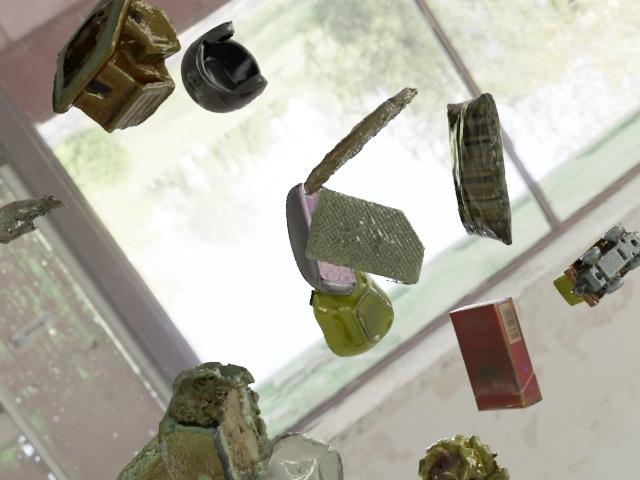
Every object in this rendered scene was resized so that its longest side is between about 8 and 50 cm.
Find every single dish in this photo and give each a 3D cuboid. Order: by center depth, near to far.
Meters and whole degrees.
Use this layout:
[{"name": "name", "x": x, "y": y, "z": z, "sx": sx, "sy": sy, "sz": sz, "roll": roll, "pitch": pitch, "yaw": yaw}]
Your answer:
[{"name": "dish", "x": 0.102, "y": 0.178, "z": 2.413, "sx": 0.108, "sy": 0.262, "sz": 0.221, "roll": 12, "pitch": -127, "yaw": 48}]

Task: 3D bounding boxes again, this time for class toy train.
[{"name": "toy train", "x": 0.532, "y": 0.050, "z": 1.804, "sx": 0.219, "sy": 0.089, "sz": 0.127, "roll": -37, "pitch": 178, "yaw": -29}]

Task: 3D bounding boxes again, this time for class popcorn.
[{"name": "popcorn", "x": 0.327, "y": 0.539, "z": 2.121, "sx": 0.189, "sy": 0.218, "sz": 0.169, "roll": -38, "pitch": 171, "yaw": 2}]

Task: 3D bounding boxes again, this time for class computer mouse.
[{"name": "computer mouse", "x": 0.000, "y": 0.000, "z": 2.321, "sx": 0.158, "sy": 0.310, "sz": 0.072, "roll": 8, "pitch": 147, "yaw": -38}]

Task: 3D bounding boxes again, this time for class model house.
[{"name": "model house", "x": -0.390, "y": -0.349, "z": 1.933, "sx": 0.268, "sy": 0.239, "sz": 0.173, "roll": -45, "pitch": -136, "yaw": 14}]

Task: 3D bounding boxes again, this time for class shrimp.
[{"name": "shrimp", "x": -0.717, "y": -0.053, "z": 2.302, "sx": 0.224, "sy": 0.047, "sz": 0.126, "roll": -13, "pitch": -129, "yaw": 22}]

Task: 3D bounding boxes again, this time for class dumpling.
[{"name": "dumpling", "x": -0.078, "y": 0.624, "z": 2.196, "sx": 0.181, "sy": 0.260, "sz": 0.341, "roll": -11, "pitch": -120, "yaw": 53}]

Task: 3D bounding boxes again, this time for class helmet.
[{"name": "helmet", "x": -0.225, "y": -0.390, "z": 2.196, "sx": 0.193, "sy": 0.189, "sz": 0.216, "roll": -32, "pitch": 179, "yaw": 32}]

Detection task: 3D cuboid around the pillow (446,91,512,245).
[{"name": "pillow", "x": 0.228, "y": -0.103, "z": 1.385, "sx": 0.052, "sy": 0.212, "sz": 0.208, "roll": -11, "pitch": -175, "yaw": -7}]

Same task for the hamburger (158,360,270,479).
[{"name": "hamburger", "x": -0.205, "y": 0.363, "z": 1.767, "sx": 0.192, "sy": 0.288, "sz": 0.168, "roll": 6, "pitch": -151, "yaw": 33}]

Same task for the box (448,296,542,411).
[{"name": "box", "x": 0.511, "y": 0.336, "z": 2.768, "sx": 0.089, "sy": 0.313, "sz": 0.197, "roll": -14, "pitch": 177, "yaw": -37}]

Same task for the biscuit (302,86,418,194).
[{"name": "biscuit", "x": 0.057, "y": -0.176, "z": 1.693, "sx": 0.290, "sy": 0.038, "sz": 0.141, "roll": -42, "pitch": 178, "yaw": 18}]

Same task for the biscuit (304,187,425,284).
[{"name": "biscuit", "x": 0.100, "y": -0.005, "z": 1.949, "sx": 0.052, "sy": 0.252, "sz": 0.150, "roll": 169, "pitch": -64, "yaw": -73}]

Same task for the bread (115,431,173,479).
[{"name": "bread", "x": -0.342, "y": 0.495, "z": 2.126, "sx": 0.286, "sy": 0.056, "sz": 0.207, "roll": -42, "pitch": 151, "yaw": -16}]
